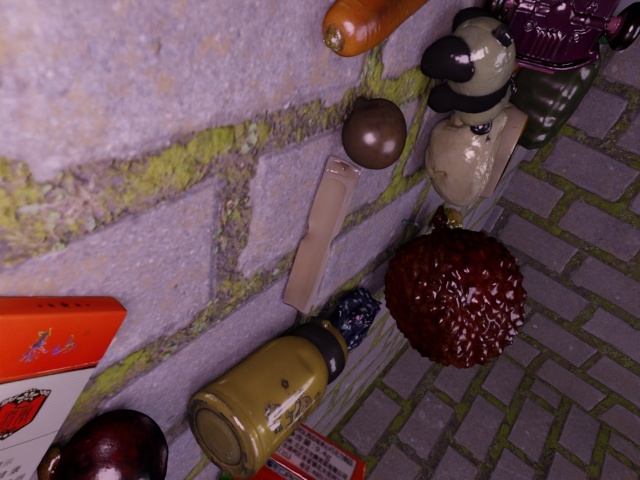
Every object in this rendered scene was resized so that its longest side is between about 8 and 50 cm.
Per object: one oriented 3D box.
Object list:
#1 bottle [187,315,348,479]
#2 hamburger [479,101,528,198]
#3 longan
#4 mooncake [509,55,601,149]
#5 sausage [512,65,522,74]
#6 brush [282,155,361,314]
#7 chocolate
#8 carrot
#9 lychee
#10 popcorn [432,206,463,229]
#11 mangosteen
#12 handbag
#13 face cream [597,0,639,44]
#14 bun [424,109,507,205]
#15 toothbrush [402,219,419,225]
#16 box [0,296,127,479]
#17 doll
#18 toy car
[{"bbox_3d":[-0.072,0.284,0.854,0.351,0.172,0.171,-27,145,-48],"label":"bottle"},{"bbox_3d":[0.486,-0.262,1.250,0.227,0.151,0.295,-45,152,-38],"label":"hamburger"},{"bbox_3d":[0.081,-0.163,0.644,0.113,0.092,0.113,-2,95,-28],"label":"longan"},{"bbox_3d":[0.750,-0.477,1.412,0.356,0.194,0.356,-43,154,-27],"label":"mooncake"},{"bbox_3d":[0.403,-0.405,0.935,0.302,0.103,0.076,-43,122,-30],"label":"sausage"},{"bbox_3d":[0.000,0.000,0.754,0.050,0.060,0.320,-46,160,-53],"label":"brush"},{"bbox_3d":[-0.078,0.656,1.150,0.161,0.360,0.341,-47,160,-55],"label":"chocolate"},{"bbox_3d":[0.082,-0.286,0.504,0.225,0.067,0.067,-46,156,-26],"label":"carrot"},{"bbox_3d":[0.399,0.137,1.311,0.425,0.499,0.424,-10,166,-2],"label":"lychee"},{"bbox_3d":[0.458,-0.065,1.536,0.121,0.116,0.106,14,78,-26],"label":"popcorn"},{"bbox_3d":[-0.268,0.288,0.530,0.152,0.152,0.152,-44,155,-26],"label":"mangosteen"},{"bbox_3d":[0.083,0.226,1.171,0.162,0.113,0.260,-53,166,12],"label":"handbag"},{"bbox_3d":[0.734,-0.694,1.033,0.312,0.219,0.357,-45,157,-24],"label":"face cream"},{"bbox_3d":[0.329,-0.203,1.003,0.259,0.160,0.259,-49,149,-45],"label":"bun"},{"bbox_3d":[0.273,-0.052,1.283,0.011,0.014,0.167,-52,159,16],"label":"toothbrush"},{"bbox_3d":[-0.300,0.161,0.404,0.245,0.035,0.139,-56,158,5],"label":"box"},{"bbox_3d":[0.276,-0.297,0.769,0.143,0.135,0.234,-51,152,-6],"label":"doll"},{"bbox_3d":[0.456,-0.501,0.757,0.340,0.271,0.240,99,13,-53],"label":"toy car"}]
